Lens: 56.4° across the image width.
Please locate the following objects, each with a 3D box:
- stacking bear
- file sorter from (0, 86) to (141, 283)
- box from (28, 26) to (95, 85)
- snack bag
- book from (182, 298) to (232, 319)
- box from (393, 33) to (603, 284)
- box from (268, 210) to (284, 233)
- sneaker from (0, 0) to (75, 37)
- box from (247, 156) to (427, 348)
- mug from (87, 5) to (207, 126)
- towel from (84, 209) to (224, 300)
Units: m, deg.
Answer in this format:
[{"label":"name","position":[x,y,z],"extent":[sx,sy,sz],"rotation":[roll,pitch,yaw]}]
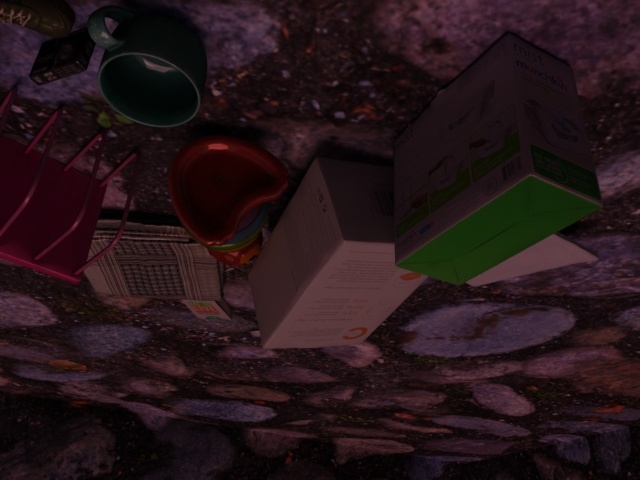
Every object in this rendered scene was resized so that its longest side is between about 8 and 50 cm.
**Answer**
[{"label":"stacking bear","position":[-0.160,-0.044,1.032],"extent":[0.164,0.175,0.289],"rotation":[43,163,12]},{"label":"file sorter","position":[-0.452,-0.098,0.916],"extent":[0.291,0.202,0.182],"rotation":[27,140,-35]},{"label":"box","position":[-0.340,-0.244,0.790],"extent":[0.083,0.067,0.018],"rotation":[-9,147,21]},{"label":"snack bag","position":[0.296,0.018,1.157],"extent":[0.343,0.037,0.323],"rotation":[22,154,-29]},{"label":"book","position":[-0.290,0.162,1.511],"extent":[0.096,0.035,0.144],"rotation":[-1,151,11]},{"label":"box","position":[0.219,-0.100,0.822],"extent":[0.127,0.231,0.262],"rotation":[18,146,-23]},{"label":"box","position":[0.000,0.000,1.201],"extent":[0.114,0.036,0.207],"rotation":[-15,145,27]},{"label":"sneaker","position":[-0.400,-0.282,0.710],"extent":[0.192,0.086,0.064],"rotation":[25,143,-33]},{"label":"box","position":[0.037,0.038,1.046],"extent":[0.215,0.168,0.345],"rotation":[3,143,-28]},{"label":"mug","position":[-0.212,-0.234,0.765],"extent":[0.130,0.097,0.157],"rotation":[5,149,-3]},{"label":"towel","position":[-0.365,0.048,1.287],"extent":[0.313,0.056,0.324],"rotation":[5,146,-4]}]
